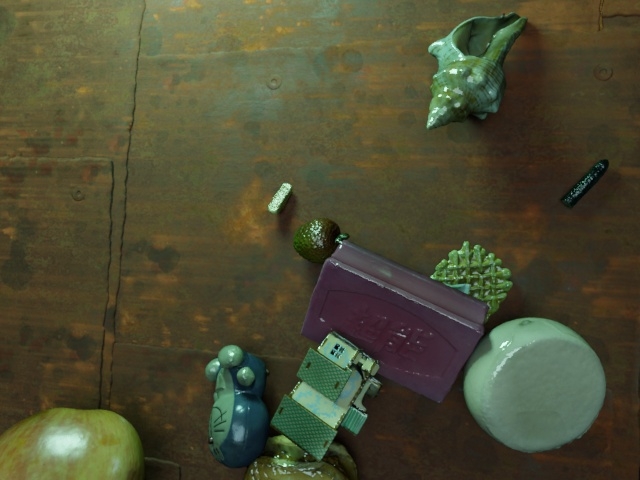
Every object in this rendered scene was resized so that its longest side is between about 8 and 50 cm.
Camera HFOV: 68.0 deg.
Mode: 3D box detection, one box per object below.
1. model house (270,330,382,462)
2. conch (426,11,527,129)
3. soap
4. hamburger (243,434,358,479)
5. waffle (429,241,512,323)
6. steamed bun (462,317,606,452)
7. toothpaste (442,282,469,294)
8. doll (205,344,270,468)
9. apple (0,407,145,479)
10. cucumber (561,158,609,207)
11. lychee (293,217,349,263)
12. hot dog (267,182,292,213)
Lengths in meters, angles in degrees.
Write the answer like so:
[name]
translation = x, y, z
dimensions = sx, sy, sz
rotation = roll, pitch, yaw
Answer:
[model house]
translation = 0.011, 0.359, 1.029
dimensions = 0.178, 0.271, 0.206
rotation = 34, 55, 14
[conch]
translation = 0.338, -0.389, 1.088
dimensions = 0.203, 0.169, 0.386
rotation = 40, 60, -13
[soap]
translation = 0.159, 0.179, 1.067
dimensions = 0.359, 0.128, 0.233
rotation = 24, 121, 11
[hamburger]
translation = -0.050, 0.589, 1.118
dimensions = 0.283, 0.144, 0.260
rotation = 5, 99, 6
[waffle]
translation = 0.349, 0.104, 1.117
dimensions = 0.169, 0.036, 0.184
rotation = 38, 94, 11
[steamed bun]
translation = 0.439, 0.295, 1.016
dimensions = 0.282, 0.177, 0.283
rotation = 0, 98, -3
[toothpaste]
translation = 0.197, 0.115, 1.126
dimensions = 0.296, 0.048, 0.075
rotation = 9, 94, 16
[doll]
translation = -0.201, 0.394, 1.120
dimensions = 0.153, 0.228, 0.259
rotation = 19, 53, -22
[apple]
translation = -0.606, 0.575, 1.108
dimensions = 0.391, 0.391, 0.347
rotation = -3, 54, 10
[cucumber]
translation = 0.607, -0.133, 1.081
dimensions = 0.032, 0.032, 0.133
rotation = 42, 94, 9
[lychee]
translation = 0.000, 0.000, 1.148
dimensions = 0.146, 0.114, 0.114
rotation = 0, 88, 29
[hot dog]
translation = -0.101, -0.102, 1.209
dimensions = 0.030, 0.034, 0.090
rotation = 25, 73, 20
